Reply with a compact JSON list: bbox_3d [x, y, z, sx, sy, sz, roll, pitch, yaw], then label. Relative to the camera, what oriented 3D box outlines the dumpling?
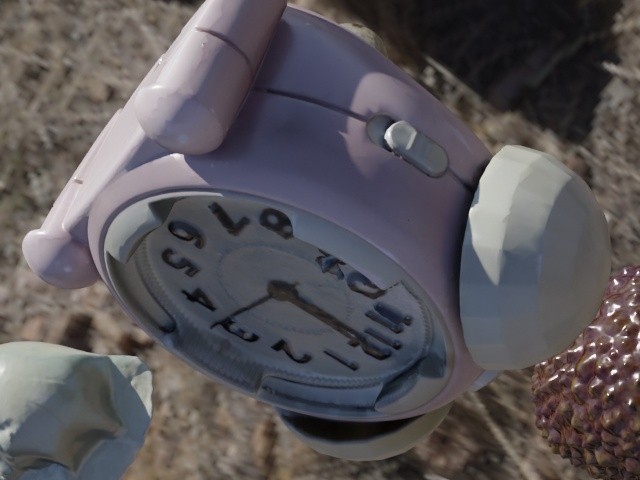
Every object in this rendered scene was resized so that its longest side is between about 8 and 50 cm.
[{"bbox_3d":[-0.262,0.168,1.789,0.229,0.124,0.151,4,96,17],"label":"dumpling"}]

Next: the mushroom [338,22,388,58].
[{"bbox_3d":[0.028,-0.179,2.005,0.085,0.079,0.085,1,61,-1],"label":"mushroom"}]

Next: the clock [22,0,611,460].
[{"bbox_3d":[0.000,0.000,1.320,0.184,0.326,0.342,-59,9,-29],"label":"clock"}]

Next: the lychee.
[{"bbox_3d":[0.324,0.140,1.897,0.271,0.271,0.271,-12,66,30],"label":"lychee"}]
